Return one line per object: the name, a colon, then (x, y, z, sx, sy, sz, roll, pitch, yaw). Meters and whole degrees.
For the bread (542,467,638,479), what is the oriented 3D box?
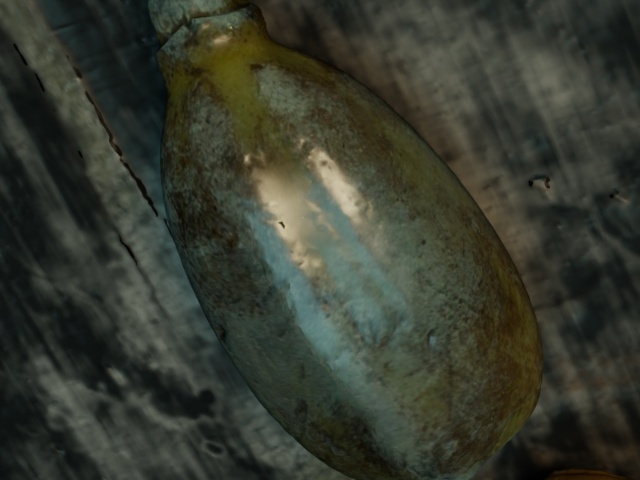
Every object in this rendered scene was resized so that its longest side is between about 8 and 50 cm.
bread: (0.205, 0.233, 1.112, 0.236, 0.070, 0.236, 25, 148, 17)

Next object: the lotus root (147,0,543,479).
lotus root: (0.000, 0.000, 1.000, 0.158, 0.140, 0.322, -23, 115, 26)
